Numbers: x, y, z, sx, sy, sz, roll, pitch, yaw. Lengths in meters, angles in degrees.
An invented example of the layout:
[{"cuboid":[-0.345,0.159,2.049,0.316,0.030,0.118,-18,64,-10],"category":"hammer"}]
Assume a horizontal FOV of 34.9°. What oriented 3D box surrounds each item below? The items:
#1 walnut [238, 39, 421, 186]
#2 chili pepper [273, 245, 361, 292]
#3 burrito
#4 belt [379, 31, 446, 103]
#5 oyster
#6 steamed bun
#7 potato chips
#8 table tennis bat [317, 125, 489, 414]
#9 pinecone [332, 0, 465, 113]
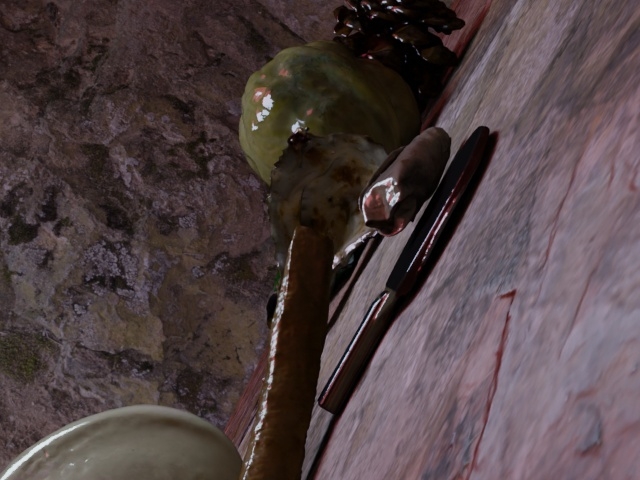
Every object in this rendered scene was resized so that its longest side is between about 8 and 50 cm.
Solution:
[{"cuboid":[0.012,-0.189,1.682,0.253,0.277,0.282,-60,-13,22],"category":"walnut"},{"cuboid":[-0.007,0.049,1.765,0.270,0.099,0.136,129,162,-55],"category":"chili pepper"},{"cuboid":[0.088,-0.061,1.053,0.087,0.060,0.226,-62,-6,21],"category":"burrito"},{"cuboid":[0.148,-0.329,2.059,0.140,0.126,0.230,8,-67,-50],"category":"belt"},{"cuboid":[0.008,0.002,1.509,0.133,0.198,0.337,0,-73,-64],"category":"oyster"},{"cuboid":[-0.308,0.431,1.269,0.456,0.290,0.371,-62,1,-35],"category":"steamed bun"},{"cuboid":[-0.033,0.148,0.943,0.407,0.057,0.080,-78,-2,-46],"category":"potato chips"},{"cuboid":[0.078,0.025,0.943,0.301,0.022,0.173,-61,0,-1],"category":"table tennis bat"},{"cuboid":[0.128,-0.339,1.848,0.244,0.244,0.309,-64,-14,-55],"category":"pinecone"}]
